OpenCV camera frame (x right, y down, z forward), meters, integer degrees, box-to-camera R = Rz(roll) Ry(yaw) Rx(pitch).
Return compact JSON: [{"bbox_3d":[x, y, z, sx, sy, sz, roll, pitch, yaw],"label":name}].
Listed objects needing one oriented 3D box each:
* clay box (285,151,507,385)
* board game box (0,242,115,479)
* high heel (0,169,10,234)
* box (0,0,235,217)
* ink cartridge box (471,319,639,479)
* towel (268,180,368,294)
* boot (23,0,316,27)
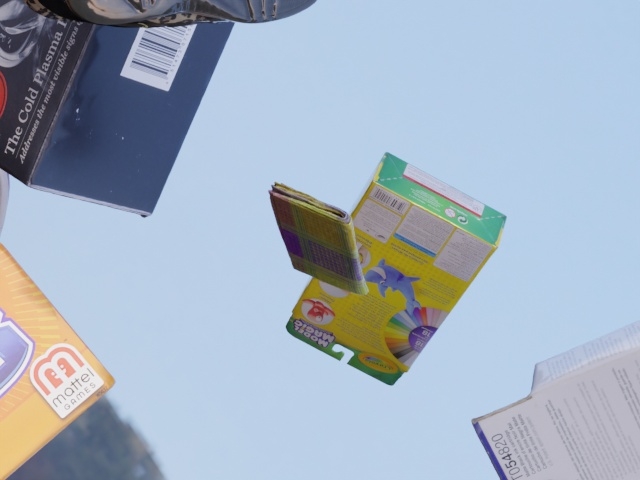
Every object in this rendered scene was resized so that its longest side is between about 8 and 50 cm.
[{"bbox_3d":[0.064,0.033,1.435,0.127,0.053,0.222,28,-47,-4],"label":"clay box"},{"bbox_3d":[-0.481,0.138,1.564,0.356,0.356,0.356,51,-20,-4],"label":"board game box"},{"bbox_3d":[-0.467,-0.152,1.940,0.181,0.127,0.377,-125,-147,-57],"label":"high heel"},{"bbox_3d":[-0.260,-0.248,1.576,0.312,0.343,0.179,30,9,38],"label":"box"},{"bbox_3d":[0.259,0.170,1.223,0.045,0.224,0.223,-97,161,-64],"label":"ink cartridge box"},{"bbox_3d":[0.000,0.000,0.951,0.060,0.009,0.083,22,-30,26],"label":"towel"},{"bbox_3d":[-0.136,-0.230,1.343,0.178,0.236,0.085,16,-68,59],"label":"boot"}]
